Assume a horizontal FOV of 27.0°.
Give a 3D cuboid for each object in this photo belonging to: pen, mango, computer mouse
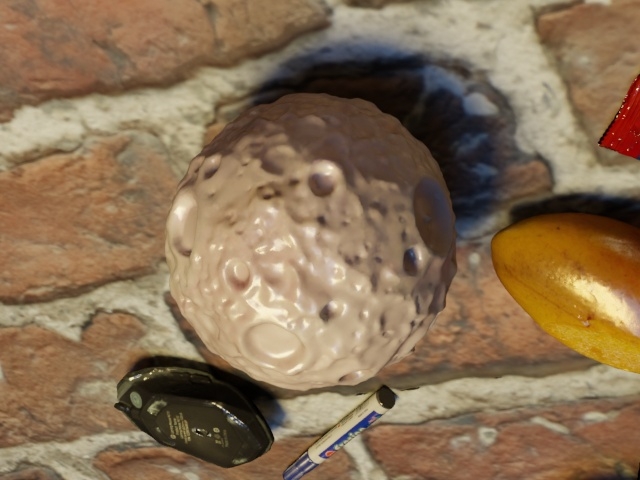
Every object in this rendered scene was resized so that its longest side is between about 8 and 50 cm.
[{"bbox_3d":[0.017,0.221,1.477,0.025,0.025,0.204,36,132,-9],"label":"pen"},{"bbox_3d":[0.253,0.043,1.192,0.217,0.102,0.141,25,157,7],"label":"mango"},{"bbox_3d":[-0.136,0.189,1.488,0.192,0.062,0.105,14,133,18],"label":"computer mouse"}]

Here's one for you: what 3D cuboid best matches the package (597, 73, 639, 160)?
[{"bbox_3d":[0.339,-0.072,1.112,0.200,0.022,0.083,22,132,1],"label":"package"}]

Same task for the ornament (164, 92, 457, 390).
[{"bbox_3d":[0.000,0.000,1.144,0.225,0.259,0.259,-13,122,31],"label":"ornament"}]

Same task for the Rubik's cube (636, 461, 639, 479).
[{"bbox_3d":[0.446,0.216,1.134,0.284,0.288,0.293,21,134,3],"label":"Rubik's cube"}]
